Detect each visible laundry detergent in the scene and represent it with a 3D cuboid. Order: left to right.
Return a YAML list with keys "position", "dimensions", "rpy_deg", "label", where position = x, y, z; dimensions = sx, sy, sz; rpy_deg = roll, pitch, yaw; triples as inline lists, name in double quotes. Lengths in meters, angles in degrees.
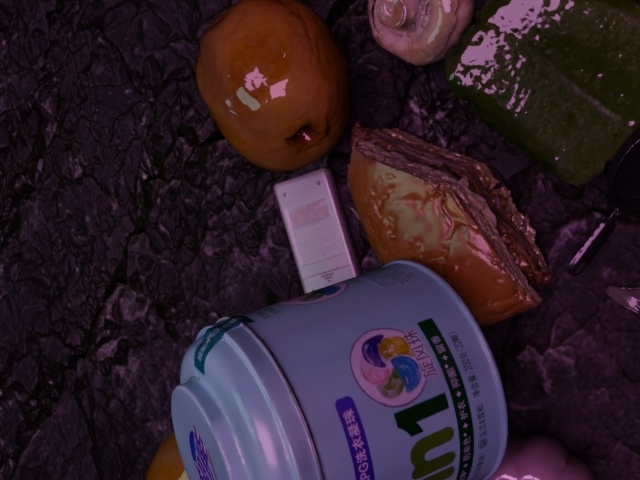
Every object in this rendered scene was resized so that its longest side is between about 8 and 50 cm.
- position: [0.005, 0.199, 1.032]
  dimensions: [0.287, 0.305, 0.287]
  rpy_deg: [42, 141, 47]
  label: "laundry detergent"

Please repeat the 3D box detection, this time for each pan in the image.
- position: [0.367, -0.055, 1.084]
  dimensions: [0.235, 0.136, 0.028]
  rpy_deg: [-54, 43, 17]
  label: "pan"

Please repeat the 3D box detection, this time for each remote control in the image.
- position: [0.000, 0.000, 1.257]
  dimensions: [0.088, 0.029, 0.190]
  rpy_deg: [-19, 86, 19]
  label: "remote control"

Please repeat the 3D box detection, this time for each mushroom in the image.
- position: [0.121, -0.301, 1.155]
  dimensions: [0.154, 0.122, 0.154]
  rpy_deg: [14, 111, 42]
  label: "mushroom"

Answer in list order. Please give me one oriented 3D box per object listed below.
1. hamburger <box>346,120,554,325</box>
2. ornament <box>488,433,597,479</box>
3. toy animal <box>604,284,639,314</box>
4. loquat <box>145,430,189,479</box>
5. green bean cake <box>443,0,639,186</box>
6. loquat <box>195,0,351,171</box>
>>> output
- position: [0.155, -0.015, 1.142]
  dimensions: [0.282, 0.155, 0.245]
  rpy_deg: [11, 106, 28]
  label: "hamburger"
- position: [0.254, 0.327, 1.111]
  dimensions: [0.178, 0.177, 0.177]
  rpy_deg: [1, 92, 20]
  label: "ornament"
- position: [0.449, 0.103, 1.069]
  dimensions: [0.219, 0.095, 0.155]
  rpy_deg: [-1, 88, 21]
  label: "toy animal"
- position: [-0.123, 0.347, 1.213]
  dimensions: [0.244, 0.244, 0.243]
  rpy_deg: [1, 92, 20]
  label: "loquat"
- position: [0.283, -0.213, 1.076]
  dimensions: [0.248, 0.125, 0.222]
  rpy_deg: [36, 105, -6]
  label: "green bean cake"
- position: [-0.055, -0.202, 1.171]
  dimensions: [0.193, 0.238, 0.238]
  rpy_deg: [-36, 80, 1]
  label: "loquat"
